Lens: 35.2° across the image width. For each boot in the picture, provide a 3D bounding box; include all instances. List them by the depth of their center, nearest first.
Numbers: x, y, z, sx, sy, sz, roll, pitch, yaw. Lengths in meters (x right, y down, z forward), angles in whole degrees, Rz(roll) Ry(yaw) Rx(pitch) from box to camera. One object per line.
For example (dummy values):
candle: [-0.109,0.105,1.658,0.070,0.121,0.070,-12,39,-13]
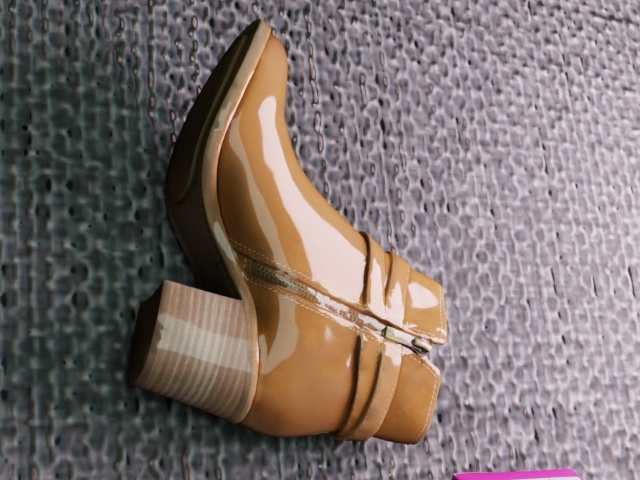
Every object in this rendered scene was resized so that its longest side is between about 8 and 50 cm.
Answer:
boot: [0.000,0.000,0.720,0.220,0.109,0.284,17,67,-21]

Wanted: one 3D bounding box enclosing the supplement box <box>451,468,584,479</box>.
supplement box: [0.170,0.251,0.647,0.113,0.220,0.111,5,107,-26]
